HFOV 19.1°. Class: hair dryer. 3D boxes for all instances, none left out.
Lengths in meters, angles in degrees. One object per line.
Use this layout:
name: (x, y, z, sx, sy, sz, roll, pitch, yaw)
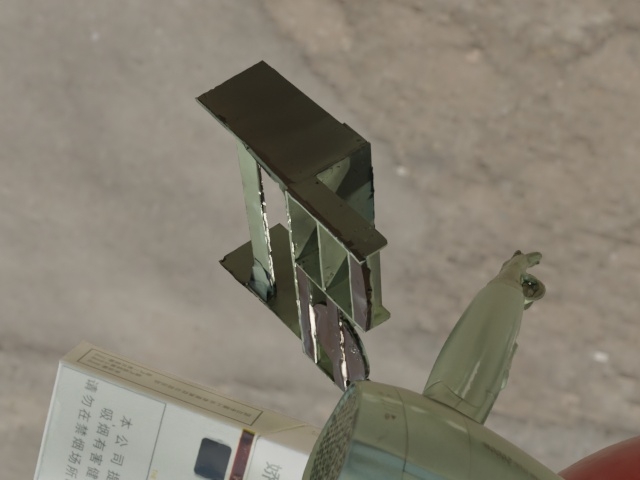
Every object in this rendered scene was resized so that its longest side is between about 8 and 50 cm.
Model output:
hair dryer: (0.106, 0.084, 0.902, 0.206, 0.237, 0.075, 26, 127, -8)

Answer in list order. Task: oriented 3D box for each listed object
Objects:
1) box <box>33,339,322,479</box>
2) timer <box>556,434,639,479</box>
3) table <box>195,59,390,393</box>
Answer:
box: (-0.069, 0.118, 0.994, 0.154, 0.084, 0.040, 20, -161, 11)
timer: (0.218, 0.289, 1.131, 0.279, 0.378, 0.378, 42, 174, 42)
table: (0.000, 0.000, 1.145, 0.175, 0.062, 0.146, 42, 152, 35)
